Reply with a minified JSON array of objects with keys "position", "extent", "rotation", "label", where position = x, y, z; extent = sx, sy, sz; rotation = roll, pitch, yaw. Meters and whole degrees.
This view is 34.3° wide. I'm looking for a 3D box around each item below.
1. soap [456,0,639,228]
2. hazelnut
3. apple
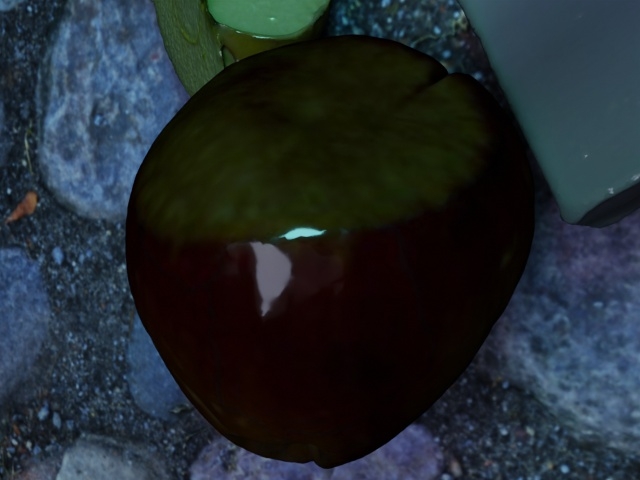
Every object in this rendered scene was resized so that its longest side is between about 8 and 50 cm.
[{"position":[0.299,-0.201,0.968],"extent":[0.285,0.107,0.296],"rotation":[-32,68,31],"label":"soap"},{"position":[0.000,0.000,1.022],"extent":[0.402,0.429,0.402],"rotation":[15,141,13],"label":"hazelnut"},{"position":[-0.113,-0.309,1.183],"extent":[0.254,0.179,0.346],"rotation":[-30,68,18],"label":"apple"}]
